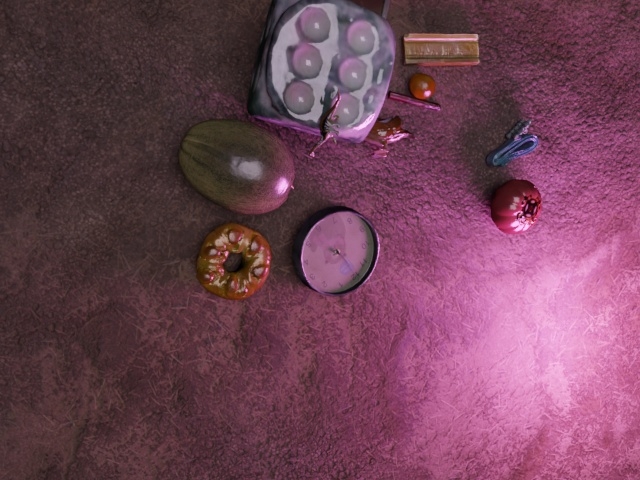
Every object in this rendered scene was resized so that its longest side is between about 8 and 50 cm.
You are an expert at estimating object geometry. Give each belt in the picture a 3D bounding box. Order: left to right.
[{"bbox_3d":[0.615,-0.307,1.888,0.179,0.065,0.100,-33,112,-9],"label":"belt"}]

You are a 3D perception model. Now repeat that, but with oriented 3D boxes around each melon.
[{"bbox_3d":[-0.226,-0.207,1.607,0.329,0.248,0.248,21,90,-11],"label":"melon"}]

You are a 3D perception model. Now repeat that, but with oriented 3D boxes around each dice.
[{"bbox_3d":[-0.006,-0.457,1.572,0.330,0.348,0.328,12,98,-12],"label":"dice"}]

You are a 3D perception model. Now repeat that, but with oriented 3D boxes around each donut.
[{"bbox_3d":[-0.251,0.061,1.692,0.227,0.114,0.226,-1,95,-13],"label":"donut"}]

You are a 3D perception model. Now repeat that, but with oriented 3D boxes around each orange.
[{"bbox_3d":[0.312,-0.476,1.795,0.085,0.085,0.085,-1,96,-13],"label":"orange"}]

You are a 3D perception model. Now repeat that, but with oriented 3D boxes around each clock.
[{"bbox_3d":[0.052,0.036,1.756,0.281,0.055,0.280,-7,105,-25],"label":"clock"}]

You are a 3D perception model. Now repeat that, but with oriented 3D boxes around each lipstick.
[{"bbox_3d":[0.294,-0.435,1.817,0.176,0.027,0.027,10,93,-15],"label":"lipstick"}]

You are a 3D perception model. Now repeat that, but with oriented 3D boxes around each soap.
[{"bbox_3d":[0.374,-0.594,1.815,0.252,0.037,0.092,-4,95,-12],"label":"soap"}]

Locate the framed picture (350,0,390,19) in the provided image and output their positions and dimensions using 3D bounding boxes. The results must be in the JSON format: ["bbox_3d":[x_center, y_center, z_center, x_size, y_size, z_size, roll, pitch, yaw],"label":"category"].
[{"bbox_3d":[0.093,-0.669,1.752,0.216,0.016,0.273,13,93,-15],"label":"framed picture"}]

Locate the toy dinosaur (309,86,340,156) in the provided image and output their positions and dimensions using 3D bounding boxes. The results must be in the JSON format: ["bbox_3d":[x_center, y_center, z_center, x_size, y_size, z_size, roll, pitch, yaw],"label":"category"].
[{"bbox_3d":[0.027,-0.283,1.431,0.058,0.037,0.180,14,105,-24],"label":"toy dinosaur"}]

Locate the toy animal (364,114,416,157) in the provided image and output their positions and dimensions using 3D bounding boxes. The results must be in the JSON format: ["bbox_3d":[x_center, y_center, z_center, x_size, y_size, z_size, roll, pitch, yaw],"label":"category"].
[{"bbox_3d":[0.195,-0.347,1.778,0.188,0.089,0.179,-3,81,-8],"label":"toy animal"}]

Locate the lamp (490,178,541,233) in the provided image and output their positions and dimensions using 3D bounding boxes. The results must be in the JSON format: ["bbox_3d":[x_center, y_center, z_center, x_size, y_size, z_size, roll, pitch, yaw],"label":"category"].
[{"bbox_3d":[0.622,-0.110,1.876,0.182,0.140,0.182,-9,110,-27],"label":"lamp"}]
